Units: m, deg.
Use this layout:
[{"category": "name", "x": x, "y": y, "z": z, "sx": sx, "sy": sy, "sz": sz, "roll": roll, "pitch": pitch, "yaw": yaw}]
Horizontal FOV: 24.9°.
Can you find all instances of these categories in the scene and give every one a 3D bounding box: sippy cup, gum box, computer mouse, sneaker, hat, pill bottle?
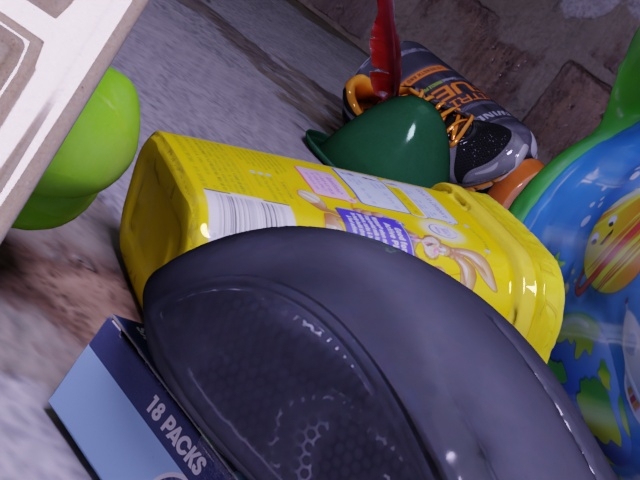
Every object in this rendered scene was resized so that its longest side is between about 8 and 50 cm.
[{"category": "sippy cup", "x": 0.211, "y": 0.047, "z": 0.672, "sx": 0.305, "sy": 0.240, "sz": 0.224, "roll": 47, "pitch": -7, "yaw": -7}, {"category": "gum box", "x": 0.020, "y": 0.105, "z": 0.479, "sx": 0.184, "sy": 0.041, "sz": 0.157, "roll": 25, "pitch": 17, "yaw": -49}, {"category": "computer mouse", "x": 0.058, "y": 0.076, "z": 0.415, "sx": 0.272, "sy": 0.072, "sz": 0.188, "roll": 44, "pitch": 14, "yaw": 26}, {"category": "sneaker", "x": 0.105, "y": -0.109, "z": 1.444, "sx": 0.215, "sy": 0.084, "sz": 0.083, "roll": 15, "pitch": -36, "yaw": 33}, {"category": "hat", "x": 0.101, "y": -0.121, "z": 1.349, "sx": 0.173, "sy": 0.183, "sz": 0.208, "roll": 42, "pitch": 12, "yaw": 27}, {"category": "pill bottle", "x": 0.144, "y": -0.102, "z": 1.562, "sx": 0.245, "sy": 0.130, "sz": 0.130, "roll": 43, "pitch": 12, "yaw": 34}]

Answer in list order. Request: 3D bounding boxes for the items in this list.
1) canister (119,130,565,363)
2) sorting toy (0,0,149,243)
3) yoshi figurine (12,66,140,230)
[{"category": "canister", "x": 0.005, "y": 0.009, "z": 0.646, "sx": 0.170, "sy": 0.073, "sz": 0.126, "roll": 11, "pitch": 20, "yaw": -22}, {"category": "sorting toy", "x": -0.189, "y": -0.129, "z": 0.388, "sx": 0.307, "sy": 0.229, "sz": 0.041, "roll": 34, "pitch": -19, "yaw": -15}, {"category": "yoshi figurine", "x": -0.203, "y": -0.153, "z": 0.496, "sx": 0.362, "sy": 0.203, "sz": 0.203, "roll": 36, "pitch": 3, "yaw": -17}]
